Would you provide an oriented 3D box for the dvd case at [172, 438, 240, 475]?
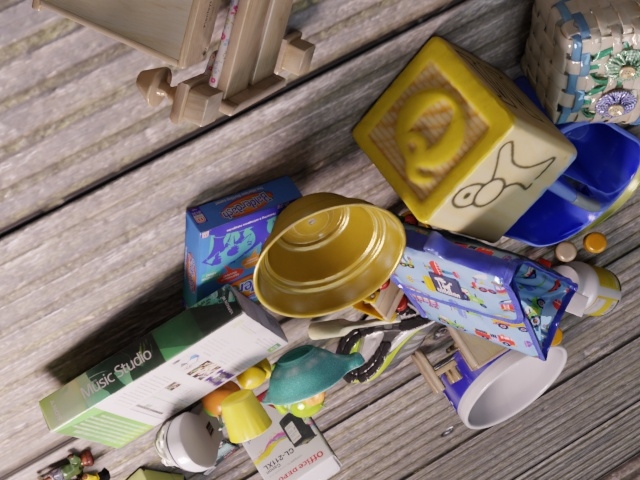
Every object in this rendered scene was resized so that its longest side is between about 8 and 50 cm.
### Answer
[{"bbox_3d":[-0.207,0.387,2.032,0.087,0.013,0.119,-41,148,8],"label":"dvd case"}]

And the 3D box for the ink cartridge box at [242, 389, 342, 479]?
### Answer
[{"bbox_3d":[-0.062,0.353,1.971,0.127,0.175,0.072,-34,149,-5],"label":"ink cartridge box"}]

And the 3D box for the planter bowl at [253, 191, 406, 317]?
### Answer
[{"bbox_3d":[0.000,0.000,1.529,0.217,0.090,0.217,-14,140,-13],"label":"planter bowl"}]

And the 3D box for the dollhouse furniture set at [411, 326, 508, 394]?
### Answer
[{"bbox_3d":[0.274,0.160,2.127,0.212,0.161,0.242,-31,171,-8],"label":"dollhouse furniture set"}]

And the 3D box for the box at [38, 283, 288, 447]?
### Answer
[{"bbox_3d":[-0.222,0.191,1.650,0.322,0.058,0.232,-33,159,3],"label":"box"}]

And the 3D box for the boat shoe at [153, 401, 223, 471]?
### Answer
[{"bbox_3d":[-0.220,0.317,1.782,0.088,0.096,0.267,-27,-175,3],"label":"boat shoe"}]

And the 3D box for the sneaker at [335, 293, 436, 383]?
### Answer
[{"bbox_3d":[0.154,0.135,1.982,0.300,0.111,0.121,-44,159,23],"label":"sneaker"}]

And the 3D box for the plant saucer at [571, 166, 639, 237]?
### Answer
[{"bbox_3d":[0.496,-0.100,2.049,0.241,0.037,0.241,-26,148,-18],"label":"plant saucer"}]

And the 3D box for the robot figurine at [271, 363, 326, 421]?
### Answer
[{"bbox_3d":[-0.037,0.252,1.917,0.101,0.115,0.067,-36,150,0],"label":"robot figurine"}]

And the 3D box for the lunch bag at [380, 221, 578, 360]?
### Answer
[{"bbox_3d":[0.217,0.045,1.630,0.293,0.221,0.138,39,73,-57],"label":"lunch bag"}]

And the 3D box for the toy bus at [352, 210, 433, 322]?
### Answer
[{"bbox_3d":[0.100,0.022,1.751,0.202,0.104,0.191,-27,129,-49],"label":"toy bus"}]

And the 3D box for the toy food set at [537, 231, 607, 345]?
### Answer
[{"bbox_3d":[0.460,0.083,2.159,0.104,0.111,0.232,2,109,-82],"label":"toy food set"}]

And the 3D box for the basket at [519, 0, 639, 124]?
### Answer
[{"bbox_3d":[0.442,-0.285,1.582,0.288,0.201,0.255,-19,145,-10],"label":"basket"}]

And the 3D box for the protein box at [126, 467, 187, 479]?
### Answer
[{"bbox_3d":[-0.302,0.543,1.965,0.201,0.200,0.136,-43,148,11],"label":"protein box"}]

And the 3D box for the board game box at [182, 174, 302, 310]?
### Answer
[{"bbox_3d":[-0.113,0.016,1.590,0.160,0.047,0.210,-21,147,-23],"label":"board game box"}]

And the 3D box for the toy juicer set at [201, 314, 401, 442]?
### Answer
[{"bbox_3d":[-0.039,0.217,1.804,0.329,0.090,0.209,-29,-168,-25],"label":"toy juicer set"}]

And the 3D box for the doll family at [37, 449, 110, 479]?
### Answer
[{"bbox_3d":[-0.386,0.413,1.838,0.111,0.076,0.193,-29,154,-21],"label":"doll family"}]

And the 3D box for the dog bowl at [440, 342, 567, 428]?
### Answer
[{"bbox_3d":[0.386,0.276,2.383,0.264,0.104,0.265,-25,147,-18],"label":"dog bowl"}]

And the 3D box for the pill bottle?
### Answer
[{"bbox_3d":[0.531,0.097,2.283,0.103,0.103,0.184,-49,147,20],"label":"pill bottle"}]

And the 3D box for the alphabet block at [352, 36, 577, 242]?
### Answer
[{"bbox_3d":[0.200,-0.134,1.557,0.192,0.193,0.197,-50,147,18],"label":"alphabet block"}]

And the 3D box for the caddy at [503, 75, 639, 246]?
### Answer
[{"bbox_3d":[0.367,-0.110,1.770,0.241,0.179,0.341,-50,146,20],"label":"caddy"}]

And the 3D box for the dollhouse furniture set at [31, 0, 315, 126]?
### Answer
[{"bbox_3d":[-0.114,-0.305,1.166,0.355,0.173,0.303,-41,153,-60],"label":"dollhouse furniture set"}]
